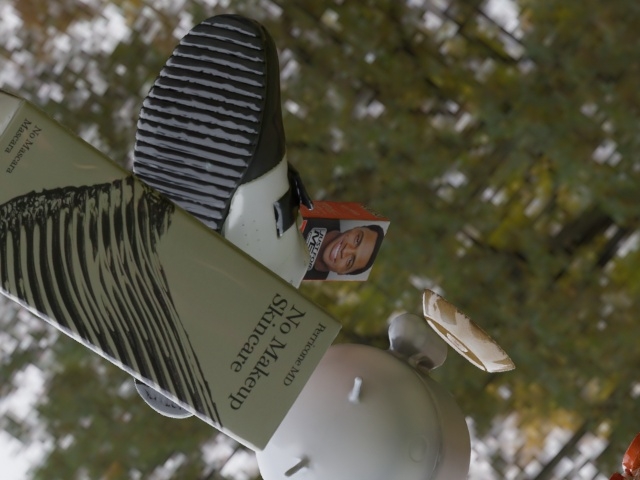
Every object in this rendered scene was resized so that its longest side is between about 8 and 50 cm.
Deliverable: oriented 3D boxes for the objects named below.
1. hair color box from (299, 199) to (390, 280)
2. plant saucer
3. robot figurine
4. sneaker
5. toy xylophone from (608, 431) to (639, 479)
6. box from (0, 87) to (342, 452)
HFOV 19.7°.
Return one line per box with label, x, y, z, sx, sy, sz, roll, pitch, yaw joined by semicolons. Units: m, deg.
hair color box;0.000;0.000;1.834;0.043;0.072;0.141;34;-159;36
plant saucer;0.099;0.066;1.280;0.083;0.015;0.083;41;173;6
robot figurine;0.048;0.222;2.012;0.200;0.300;0.353;23;175;19
sneaker;-0.071;-0.027;1.525;0.122;0.330;0.146;21;-160;34
toy xylophone;0.383;0.220;1.989;0.081;0.323;0.236;27;163;19
box;-0.127;0.020;1.192;0.275;0.113;0.094;34;174;-29
